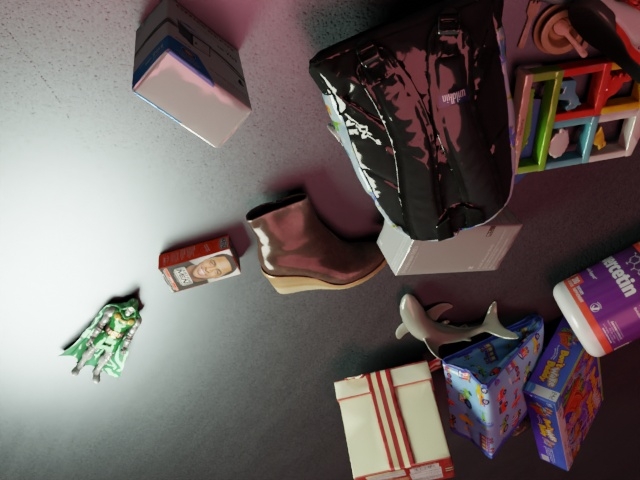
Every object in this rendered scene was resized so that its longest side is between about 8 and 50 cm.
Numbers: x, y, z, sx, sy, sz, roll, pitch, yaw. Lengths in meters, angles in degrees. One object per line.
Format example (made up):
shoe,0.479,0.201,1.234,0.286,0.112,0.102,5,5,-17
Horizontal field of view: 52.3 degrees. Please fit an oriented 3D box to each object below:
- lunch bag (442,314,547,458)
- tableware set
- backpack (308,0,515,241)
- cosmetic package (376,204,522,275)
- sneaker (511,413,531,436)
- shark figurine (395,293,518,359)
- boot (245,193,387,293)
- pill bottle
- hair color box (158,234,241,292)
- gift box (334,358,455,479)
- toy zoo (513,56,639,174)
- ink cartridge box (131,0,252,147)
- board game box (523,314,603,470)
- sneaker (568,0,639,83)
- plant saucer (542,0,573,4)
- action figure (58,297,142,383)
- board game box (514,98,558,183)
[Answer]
lunch bag,0.443,0.322,1.531,0.293,0.138,0.221,-27,122,-27
tableware set,0.392,-0.373,1.005,0.128,0.039,0.194,-3,132,-9
backpack,0.170,-0.173,1.017,0.290,0.273,0.356,-22,108,7
cosmetic package,0.241,-0.013,1.234,0.238,0.107,0.127,-5,135,-25
sneaker,0.476,0.414,1.673,0.087,0.130,0.227,-35,127,17
shark figurine,0.285,0.216,1.467,0.278,0.116,0.166,12,129,-19
boot,0.000,0.000,1.226,0.248,0.090,0.207,-15,131,-1
pill bottle,0.685,0.105,1.401,0.323,0.181,0.181,-31,130,16
hair color box,-0.231,0.046,1.250,0.141,0.043,0.072,-17,132,3
gift box,0.181,0.418,1.521,0.255,0.258,0.276,-12,147,1
toy zoo,0.470,-0.223,1.140,0.293,0.030,0.192,-11,128,-10
ink cartridge box,-0.180,-0.237,0.906,0.139,0.191,0.082,33,117,-34
board game box,0.608,0.382,1.612,0.233,0.078,0.347,-52,137,-24
sneaker,0.496,-0.347,0.998,0.270,0.090,0.145,23,101,-32
plant saucer,0.348,-0.397,0.947,0.119,0.021,0.119,16,137,15
action figure,-0.432,0.199,1.338,0.137,0.063,0.232,24,119,-26
board game box,0.352,-0.183,1.174,0.133,0.033,0.169,33,110,-33
